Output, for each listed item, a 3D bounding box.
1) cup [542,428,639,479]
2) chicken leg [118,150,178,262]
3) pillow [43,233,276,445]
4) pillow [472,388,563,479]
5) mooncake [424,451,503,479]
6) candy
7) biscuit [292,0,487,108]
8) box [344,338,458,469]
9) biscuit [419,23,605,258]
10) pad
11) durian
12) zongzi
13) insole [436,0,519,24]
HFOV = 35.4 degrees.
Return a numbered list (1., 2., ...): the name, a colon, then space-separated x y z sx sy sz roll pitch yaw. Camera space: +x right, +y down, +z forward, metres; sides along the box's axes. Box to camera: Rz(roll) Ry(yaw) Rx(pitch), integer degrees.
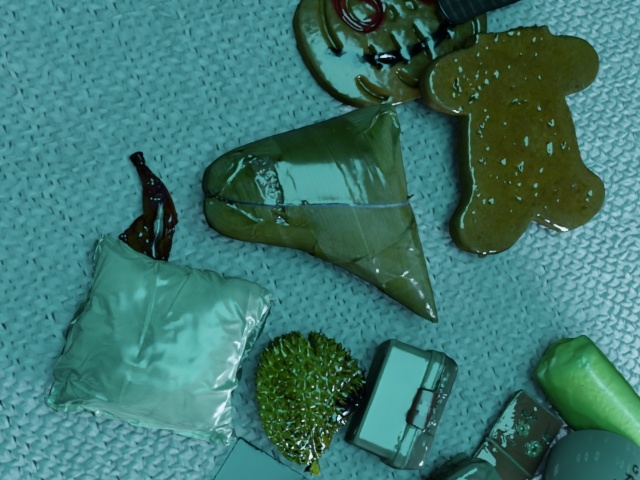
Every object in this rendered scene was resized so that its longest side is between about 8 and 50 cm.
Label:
1. cup: 0.482 0.496 1.719 0.258 0.186 0.234 59 32 -17
2. chicken leg: -0.279 -0.042 1.644 0.093 0.053 0.205 7 78 -3
3. pillow: -0.245 0.159 1.572 0.310 0.138 0.283 14 83 -5
4. pillow: 0.339 0.391 1.803 0.126 0.043 0.232 39 75 -12
5. mooncake: 0.239 0.522 1.691 0.254 0.136 0.250 -37 98 -7
6. candy: 0.534 0.321 1.821 0.343 0.142 0.132 51 32 -9
7. biscuit: 0.126 -0.409 1.808 0.367 0.063 0.314 -29 95 -18
8. box: 0.135 0.276 1.697 0.129 0.148 0.210 22 78 -3
9. biscuit: 0.365 -0.194 1.841 0.368 0.076 0.393 -16 98 -21
10. pad: -0.131 0.504 1.655 0.202 0.005 0.299 35 75 -12
11. durian: -0.002 0.263 1.628 0.193 0.138 0.237 -20 98 -61
12. zongzi: 0.000 0.000 1.672 0.356 0.174 0.392 -16 96 -15
13. insole: 0.321 -0.482 1.866 0.309 0.012 0.110 -32 96 -33
